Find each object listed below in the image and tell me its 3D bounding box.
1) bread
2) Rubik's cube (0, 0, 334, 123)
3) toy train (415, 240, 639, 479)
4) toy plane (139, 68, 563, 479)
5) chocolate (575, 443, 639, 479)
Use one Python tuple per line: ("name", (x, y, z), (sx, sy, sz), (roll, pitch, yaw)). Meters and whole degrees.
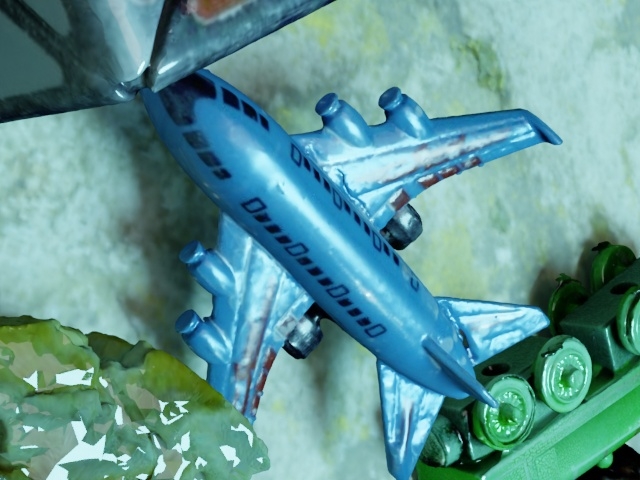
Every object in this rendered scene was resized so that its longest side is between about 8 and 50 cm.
("bread", (-0.150, 0.123, 0.726), (0.257, 0.124, 0.186), (11, 83, -37))
("Rubik's cube", (-0.099, -0.205, 0.690), (0.259, 0.260, 0.255), (-32, 108, -37))
("toy train", (0.154, 0.090, 1.005), (0.251, 0.085, 0.119), (-27, 112, -34))
("toy plane", (0.000, 0.000, 0.850), (0.254, 0.105, 0.271), (-47, 111, -6))
("chocolate", (0.220, 0.210, 1.020), (0.156, 0.133, 0.156), (-1, 92, -41))
